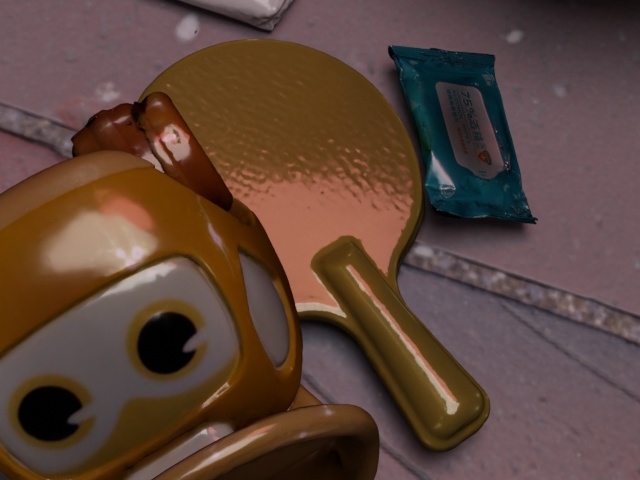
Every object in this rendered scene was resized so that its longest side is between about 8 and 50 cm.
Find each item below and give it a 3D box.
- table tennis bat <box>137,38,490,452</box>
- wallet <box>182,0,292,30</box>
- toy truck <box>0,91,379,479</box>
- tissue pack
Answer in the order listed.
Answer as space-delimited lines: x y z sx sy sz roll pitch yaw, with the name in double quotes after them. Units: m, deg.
0.000 0.000 1.033 0.198 0.050 0.321 -31 73 -21 "table tennis bat"
-0.099 -0.214 1.111 0.190 0.033 0.095 17 69 0 "wallet"
-0.100 0.075 0.877 0.204 0.288 0.211 -32 65 -2 "toy truck"
0.095 -0.072 1.079 0.085 0.028 0.138 4 62 -26 "tissue pack"
